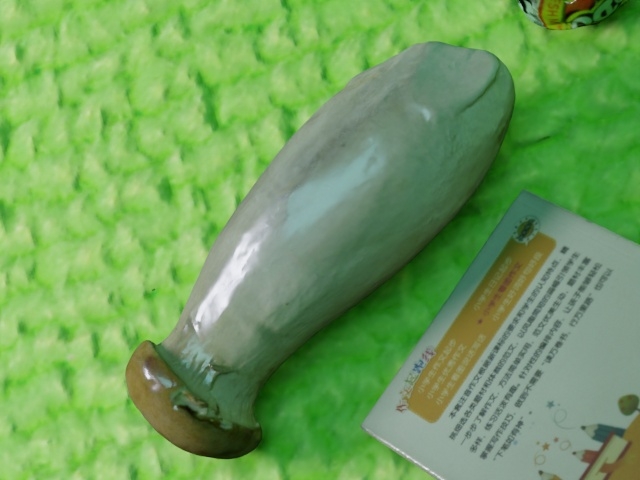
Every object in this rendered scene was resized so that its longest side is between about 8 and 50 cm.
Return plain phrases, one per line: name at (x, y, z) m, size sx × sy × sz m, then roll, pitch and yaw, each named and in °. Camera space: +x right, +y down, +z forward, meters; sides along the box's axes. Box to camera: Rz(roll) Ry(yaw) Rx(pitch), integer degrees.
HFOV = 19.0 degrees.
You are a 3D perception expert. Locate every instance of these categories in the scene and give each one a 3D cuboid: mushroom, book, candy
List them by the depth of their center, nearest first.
book at (0.179, 0.101, 1.245) m, size 0.295 × 0.020 × 0.208 m, roll 30°, pitch 84°, yaw 44°
mushroom at (0.000, 0.000, 1.333) m, size 0.128 × 0.128 × 0.350 m, roll 38°, pitch 89°, yaw 22°
candy at (0.108, -0.253, 1.417) m, size 0.305 × 0.083 × 0.091 m, roll 39°, pitch 88°, yaw 30°
